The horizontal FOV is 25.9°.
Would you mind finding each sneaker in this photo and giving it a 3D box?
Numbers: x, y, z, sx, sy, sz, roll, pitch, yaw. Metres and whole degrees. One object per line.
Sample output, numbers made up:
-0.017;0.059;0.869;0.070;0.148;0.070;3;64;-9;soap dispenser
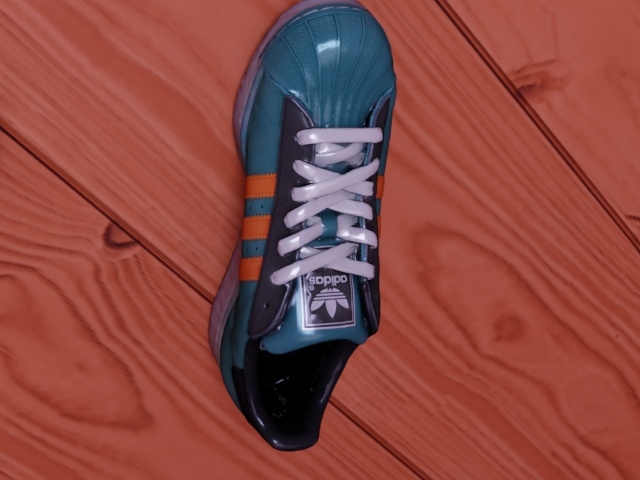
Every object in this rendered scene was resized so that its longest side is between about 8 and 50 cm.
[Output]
0.000;0.000;0.886;0.108;0.121;0.302;-2;124;-20;sneaker
